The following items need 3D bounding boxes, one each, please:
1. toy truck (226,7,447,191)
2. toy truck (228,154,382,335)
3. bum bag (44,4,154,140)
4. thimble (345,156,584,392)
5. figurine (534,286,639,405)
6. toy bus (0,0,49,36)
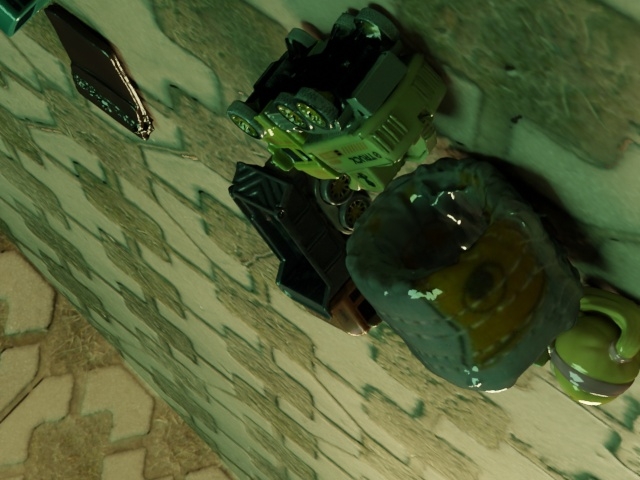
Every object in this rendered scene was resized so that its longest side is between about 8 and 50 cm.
[{"bbox_3d":[0.022,-0.087,1.169,0.116,0.085,0.191,42,165,-17],"label":"toy truck"},{"bbox_3d":[0.000,0.000,1.463,0.083,0.092,0.192,26,158,48],"label":"toy truck"},{"bbox_3d":[-0.230,-0.172,1.731,0.109,0.026,0.159,37,165,27],"label":"bum bag"},{"bbox_3d":[0.102,0.023,1.180,0.118,0.127,0.151,49,173,-29],"label":"thimble"},{"bbox_3d":[0.178,0.061,1.234,0.083,0.083,0.187,50,177,-25],"label":"figurine"},{"bbox_3d":[-0.313,-0.270,1.532,0.160,0.092,0.079,45,165,-7],"label":"toy bus"}]
